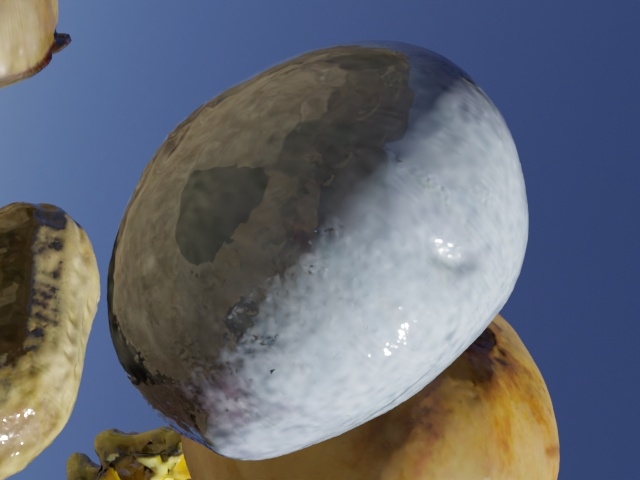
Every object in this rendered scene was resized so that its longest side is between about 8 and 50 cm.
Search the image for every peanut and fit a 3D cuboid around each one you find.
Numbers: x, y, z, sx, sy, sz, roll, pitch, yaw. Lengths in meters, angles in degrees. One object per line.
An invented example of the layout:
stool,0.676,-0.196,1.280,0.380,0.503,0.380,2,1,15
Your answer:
peanut,-0.220,0.072,0.944,0.110,0.120,0.236,114,-11,-45

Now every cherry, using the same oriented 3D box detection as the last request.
cherry,0.000,0.000,0.839,0.255,0.218,0.296,-4,-144,41

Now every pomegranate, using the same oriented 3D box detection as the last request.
pomegranate,0.033,0.179,1.168,0.338,0.338,0.338,-167,-90,-68

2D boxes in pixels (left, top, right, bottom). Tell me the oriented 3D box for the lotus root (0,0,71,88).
lotus root,-0.261,-0.205,0.677,0.316,0.316,0.250,-127,-139,-62

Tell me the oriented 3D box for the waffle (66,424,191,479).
waffle,-0.104,0.357,1.604,0.095,0.382,0.379,-89,175,-61
